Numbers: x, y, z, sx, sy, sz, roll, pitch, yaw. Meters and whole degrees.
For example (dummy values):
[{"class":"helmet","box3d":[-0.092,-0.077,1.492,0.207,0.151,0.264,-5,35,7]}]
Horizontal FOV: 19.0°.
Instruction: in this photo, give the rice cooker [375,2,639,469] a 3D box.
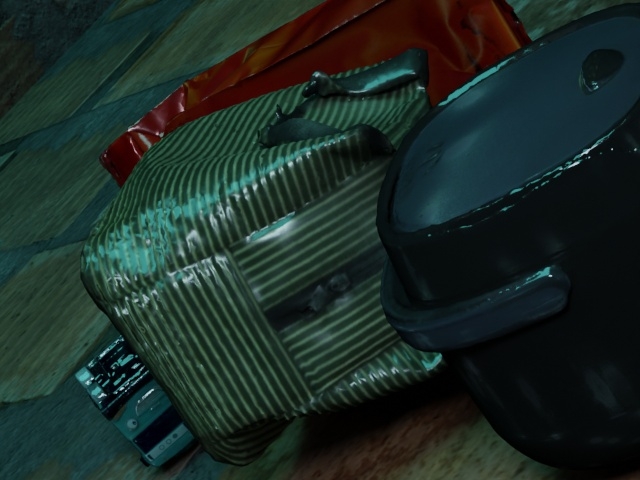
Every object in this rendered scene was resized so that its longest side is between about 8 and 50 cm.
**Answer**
[{"class":"rice cooker","box3d":[0.174,0.005,1.197,0.267,0.224,0.267,-31,23,15]}]

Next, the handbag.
[{"class":"handbag","box3d":[0.000,0.000,1.460,0.240,0.247,0.341,-28,12,21]}]

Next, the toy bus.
[{"class":"toy bus","box3d":[-0.148,0.133,1.646,0.079,0.092,0.160,-42,14,-6]}]

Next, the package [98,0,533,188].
[{"class":"package","box3d":[0.017,-0.115,1.755,0.423,0.196,0.123,-28,18,26]}]
